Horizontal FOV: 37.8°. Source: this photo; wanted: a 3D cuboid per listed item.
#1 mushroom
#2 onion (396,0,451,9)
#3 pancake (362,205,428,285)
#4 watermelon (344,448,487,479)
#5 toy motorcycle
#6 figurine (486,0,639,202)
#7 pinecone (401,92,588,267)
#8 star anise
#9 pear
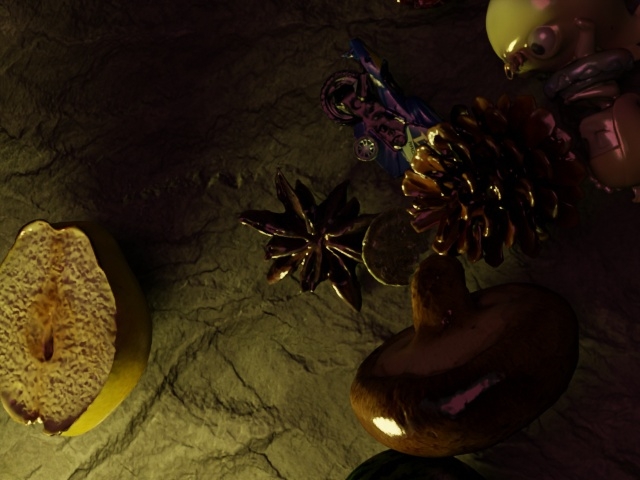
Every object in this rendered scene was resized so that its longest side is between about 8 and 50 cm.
[{"bbox_3d":[0.214,0.185,1.363,0.239,0.345,0.345,32,103,-12],"label":"mushroom"},{"bbox_3d":[0.166,-0.466,1.506,0.184,0.147,0.183,-11,68,28],"label":"onion"},{"bbox_3d":[0.121,0.007,1.524,0.129,0.116,0.023,-61,21,-8],"label":"pancake"},{"bbox_3d":[0.144,0.448,1.387,0.285,0.285,0.285,-2,86,26],"label":"watermelon"},{"bbox_3d":[0.138,-0.188,1.517,0.315,0.113,0.169,45,110,5],"label":"toy motorcycle"},{"bbox_3d":[0.417,-0.249,1.371,0.275,0.226,0.394,-21,83,-5],"label":"figurine"},{"bbox_3d":[0.238,-0.081,1.375,0.264,0.264,0.264,-2,86,26],"label":"pinecone"},{"bbox_3d":[0.003,-0.003,1.570,0.283,0.129,0.212,16,96,8],"label":"star anise"},{"bbox_3d":[-0.445,0.156,1.740,0.341,0.191,0.386,11,92,30],"label":"pear"}]
